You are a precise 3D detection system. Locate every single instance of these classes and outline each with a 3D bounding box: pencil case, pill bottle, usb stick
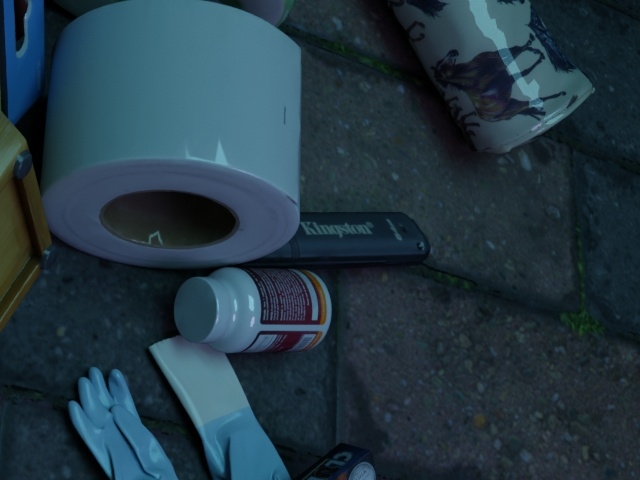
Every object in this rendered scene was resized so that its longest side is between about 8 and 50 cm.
[{"bbox_3d":[0.164,-0.304,1.872,0.183,0.160,0.410,-32,92,-52],"label":"pencil case"},{"bbox_3d":[-0.068,0.069,1.558,0.152,0.086,0.086,4,68,-46],"label":"pill bottle"},{"bbox_3d":[0.000,0.000,1.672,0.278,0.045,0.077,-1,38,-39],"label":"usb stick"}]

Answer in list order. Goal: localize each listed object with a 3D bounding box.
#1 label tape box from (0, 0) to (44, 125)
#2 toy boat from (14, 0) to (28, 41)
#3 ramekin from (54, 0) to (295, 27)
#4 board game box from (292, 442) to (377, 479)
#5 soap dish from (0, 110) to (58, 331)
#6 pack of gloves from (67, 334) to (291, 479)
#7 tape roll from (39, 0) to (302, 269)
[{"bbox_3d":[-0.370,-0.138,1.308,0.115,0.249,0.347,23,48,13],"label":"label tape box"},{"bbox_3d":[-0.381,-0.217,1.434,0.231,0.151,0.151,11,95,-34],"label":"toy boat"},{"bbox_3d":[-0.148,-0.313,1.542,0.303,0.303,0.148,21,66,-30],"label":"ramekin"},{"bbox_3d":[-0.026,0.321,1.474,0.243,0.042,0.165,-32,120,-42],"label":"board game box"},{"bbox_3d":[-0.330,0.036,1.258,0.118,0.229,0.291,23,62,11],"label":"soap dish"},{"bbox_3d":[-0.134,0.212,1.495,0.195,0.046,0.232,-16,71,-42],"label":"pack of gloves"},{"bbox_3d":[-0.139,-0.094,1.481,0.246,0.246,0.169,18,61,-32],"label":"tape roll"}]
